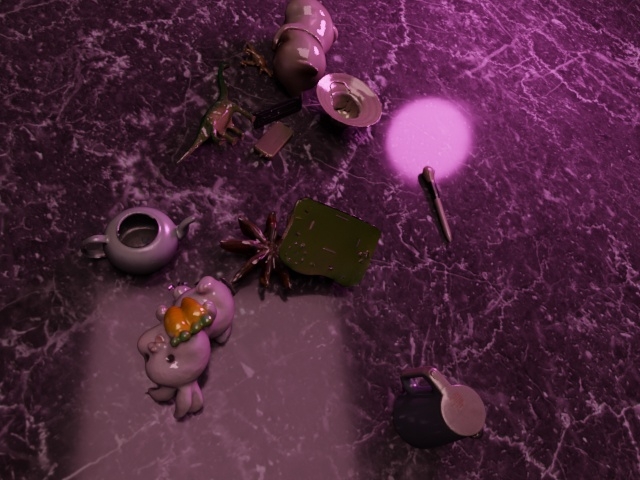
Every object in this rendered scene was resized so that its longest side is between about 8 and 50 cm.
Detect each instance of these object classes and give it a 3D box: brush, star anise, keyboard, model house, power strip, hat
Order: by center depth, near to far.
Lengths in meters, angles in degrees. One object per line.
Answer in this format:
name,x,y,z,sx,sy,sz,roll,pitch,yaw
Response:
star anise,-0.154,0.038,1.276,0.288,0.088,0.288,13,54,-18
model house,-0.001,-0.001,1.294,0.294,0.154,0.207,21,92,-29
power strip,-0.162,-0.336,1.492,0.076,0.028,0.169,33,59,3
keyboard,-0.149,-0.453,1.535,0.204,0.061,0.013,-30,55,-25
brush,0.415,-0.134,1.537,0.042,0.039,0.299,-6,67,-18
hat,0.087,-0.468,1.574,0.252,0.110,0.252,10,61,-18

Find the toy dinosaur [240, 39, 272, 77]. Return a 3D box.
toy dinosaur,-0.231,-0.684,1.646,0.126,0.039,0.162,15,56,-18

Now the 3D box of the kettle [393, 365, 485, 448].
kettle,0.288,0.416,1.117,0.160,0.243,0.210,-27,72,-24

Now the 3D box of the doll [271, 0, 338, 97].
doll,-0.066,-0.712,1.600,0.226,0.215,0.370,28,58,-18

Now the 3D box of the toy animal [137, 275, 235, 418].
toy animal,-0.326,0.241,1.060,0.183,0.247,0.310,6,46,7

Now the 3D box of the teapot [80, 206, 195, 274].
teapot,-0.488,-0.004,1.188,0.295,0.129,0.193,-12,67,-20

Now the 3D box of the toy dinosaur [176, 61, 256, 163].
toy dinosaur,-0.375,-0.442,1.461,0.301,0.087,0.447,42,57,10
